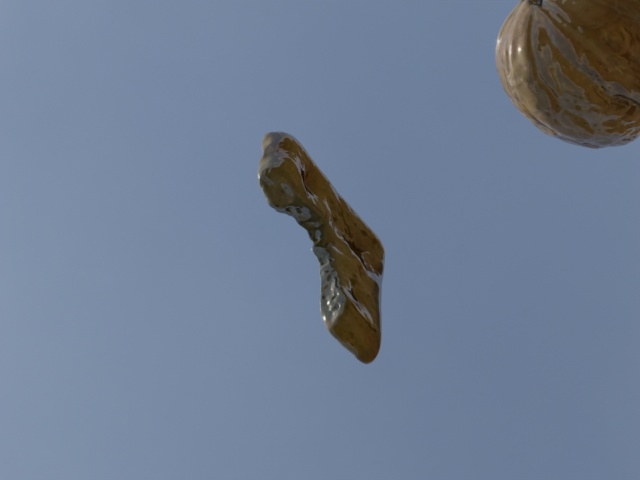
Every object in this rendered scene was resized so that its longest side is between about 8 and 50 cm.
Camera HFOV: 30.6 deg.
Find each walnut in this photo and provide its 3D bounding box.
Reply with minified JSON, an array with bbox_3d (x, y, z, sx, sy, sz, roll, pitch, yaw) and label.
[{"bbox_3d":[0.167,-0.108,0.717,0.124,0.105,0.105,33,-124,-28],"label":"walnut"}]

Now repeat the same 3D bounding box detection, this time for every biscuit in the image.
[{"bbox_3d":[0.000,0.000,1.054,0.183,0.039,0.174,50,-154,-22],"label":"biscuit"}]
